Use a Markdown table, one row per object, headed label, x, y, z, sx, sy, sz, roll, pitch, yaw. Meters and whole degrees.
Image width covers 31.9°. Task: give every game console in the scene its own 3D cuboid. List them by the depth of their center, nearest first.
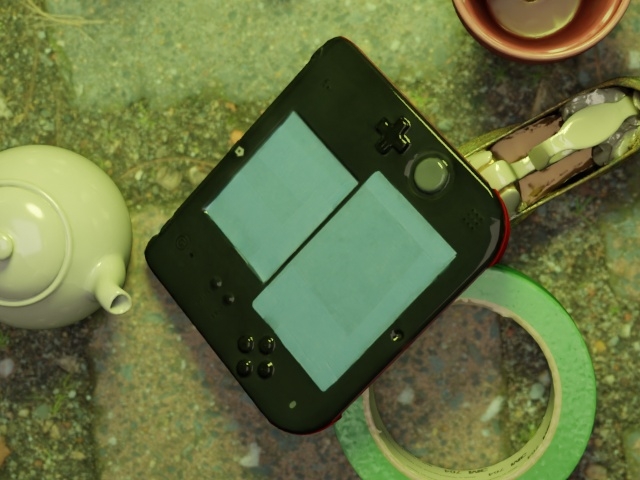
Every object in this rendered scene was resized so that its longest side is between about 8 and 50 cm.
| label | x | y | z | sx | sy | sz | roll | pitch | yaw |
| --- | --- | --- | --- | --- | --- | --- | --- | --- | --- |
| game console | 0.000 | 0.000 | 1.337 | 0.386 | 0.060 | 0.342 | -46 | 73 | 14 |

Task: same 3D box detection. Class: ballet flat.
| label | x | y | z | sx | sy | sz | roll | pitch | yaw |
| --- | --- | --- | --- | --- | --- | --- | --- | --- | --- |
| ballet flat | 0.247 | -0.091 | 1.325 | 0.348 | 0.123 | 0.123 | -29 | 90 | 9 |

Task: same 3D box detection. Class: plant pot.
| label | x | y | z | sx | sy | sz | roll | pitch | yaw |
| --- | --- | --- | --- | --- | --- | --- | --- | --- | --- |
| plant pot | 0.248 | -0.296 | 1.276 | 0.201 | 0.180 | 0.202 | 1 | 94 | 8 |

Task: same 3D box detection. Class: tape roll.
| label | x | y | z | sx | sy | sz | roll | pitch | yaw |
| --- | --- | --- | --- | --- | --- | --- | --- | --- | --- |
| tape roll | 0.172 | 0.183 | 1.376 | 0.321 | 0.077 | 0.322 | 1 | 95 | 8 |

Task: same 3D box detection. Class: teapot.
| label | x | y | z | sx | sy | sz | roll | pitch | yaw |
| --- | --- | --- | --- | --- | --- | --- | --- | --- | --- |
| teapot | -0.367 | -0.003 | 1.378 | 0.255 | 0.187 | 0.253 | -18 | 91 | 9 |
